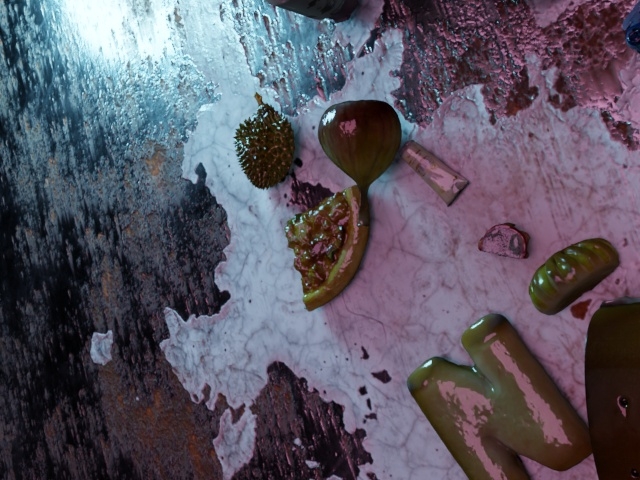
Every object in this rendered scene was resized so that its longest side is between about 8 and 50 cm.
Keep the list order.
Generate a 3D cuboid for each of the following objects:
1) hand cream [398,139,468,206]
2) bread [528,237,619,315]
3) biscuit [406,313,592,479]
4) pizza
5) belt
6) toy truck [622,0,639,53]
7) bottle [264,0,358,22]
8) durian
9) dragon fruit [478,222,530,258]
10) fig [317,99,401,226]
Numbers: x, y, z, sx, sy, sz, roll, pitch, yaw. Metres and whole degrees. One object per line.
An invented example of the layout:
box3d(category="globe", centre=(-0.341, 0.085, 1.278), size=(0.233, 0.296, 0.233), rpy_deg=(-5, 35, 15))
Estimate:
box3d(category="hand cream", centre=(0.203, -0.129, 1.410), size=(0.143, 0.039, 0.061), rpy_deg=(44, 111, 20))
box3d(category="bread", centre=(0.400, 0.059, 1.248), size=(0.083, 0.094, 0.157), rpy_deg=(53, 124, 17))
box3d(category="biscuit", centre=(0.303, 0.299, 1.329), size=(0.237, 0.062, 0.291), rpy_deg=(-43, 70, 25))
box3d(category="pizza", centre=(0.000, 0.000, 1.530), size=(0.197, 0.058, 0.292), rpy_deg=(35, 109, 29))
box3d(category="belt", centre=(0.485, 0.251, 1.118), size=(0.122, 0.217, 0.339), rpy_deg=(-9, 89, 39))
box3d(category="toy truck", centre=(0.513, -0.344, 1.195), size=(0.073, 0.056, 0.090), rpy_deg=(-13, 70, 39))
box3d(category="bottle", centre=(-0.013, -0.474, 1.431), size=(0.110, 0.233, 0.110), rpy_deg=(3, 96, 33))
box3d(category="durian", centre=(-0.121, -0.214, 1.588), size=(0.146, 0.102, 0.208), rpy_deg=(-12, 80, 39))
box3d(category="dragon fruit", centre=(0.321, -0.001, 1.319), size=(0.083, 0.056, 0.060), rpy_deg=(11, 98, 29))
box3d(category="fig", centre=(0.086, -0.157, 1.439), size=(0.160, 0.143, 0.231), rpy_deg=(-9, 112, 34))
